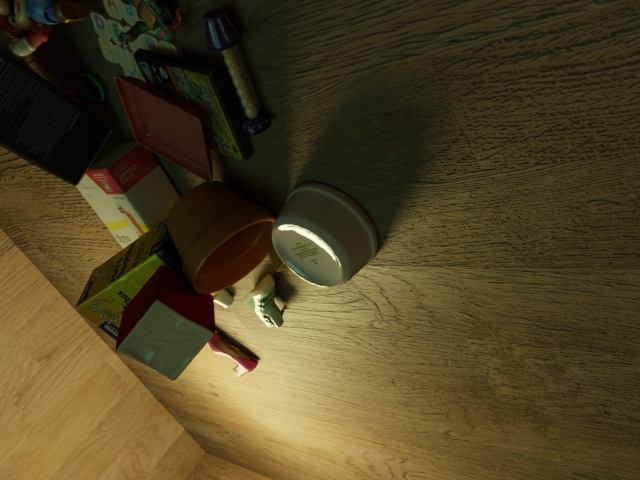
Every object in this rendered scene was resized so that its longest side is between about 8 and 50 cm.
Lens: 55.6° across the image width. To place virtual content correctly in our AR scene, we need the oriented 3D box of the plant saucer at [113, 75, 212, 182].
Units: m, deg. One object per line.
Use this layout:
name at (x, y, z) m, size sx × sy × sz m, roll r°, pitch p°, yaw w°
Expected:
plant saucer at (-0.382, -0.289, 1.544) m, size 0.258 × 0.048 × 0.259 m, roll 28°, pitch 152°, yaw 13°

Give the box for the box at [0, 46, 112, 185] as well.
box at (-0.850, -0.360, 1.690) m, size 0.293 × 0.212 × 0.395 m, roll 23°, pitch 171°, yaw 35°

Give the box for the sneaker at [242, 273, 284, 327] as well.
sneaker at (-0.156, 0.200, 1.940) m, size 0.151 × 0.094 × 0.256 m, roll 46°, pitch 157°, yaw 0°

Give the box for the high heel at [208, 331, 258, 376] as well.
high heel at (-0.361, 0.441, 2.471) m, size 0.117 × 0.082 × 0.244 m, roll -39°, pitch 87°, yaw 28°

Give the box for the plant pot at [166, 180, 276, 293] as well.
plant pot at (-0.282, -0.024, 1.656) m, size 0.203 × 0.291 × 0.291 m, roll 47°, pitch 150°, yaw 18°

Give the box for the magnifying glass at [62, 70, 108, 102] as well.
magnifying glass at (-0.698, -0.439, 1.779) m, size 0.231 × 0.026 × 0.092 m, roll 2°, pitch 132°, yaw 44°

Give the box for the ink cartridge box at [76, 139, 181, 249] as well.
ink cartridge box at (-0.583, -0.114, 1.927) m, size 0.279 × 0.160 × 0.385 m, roll 5°, pitch 134°, yaw 42°

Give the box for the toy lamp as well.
toy lamp at (-0.180, -0.363, 1.315) m, size 0.080 × 0.080 × 0.275 m, roll 15°, pitch 142°, yaw 33°

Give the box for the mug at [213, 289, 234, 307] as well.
mug at (-0.344, 0.204, 2.180) m, size 0.064 × 0.078 × 0.062 m, roll 40°, pitch 116°, yaw -16°

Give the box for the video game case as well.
video game case at (-0.306, -0.329, 1.484) m, size 0.248 × 0.035 × 0.275 m, roll 20°, pitch 150°, yaw 28°

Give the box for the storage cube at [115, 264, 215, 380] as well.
storage cube at (-0.407, 0.219, 1.612) m, size 0.183 × 0.215 × 0.193 m, roll 36°, pitch -168°, yaw -23°

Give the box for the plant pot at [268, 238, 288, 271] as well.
plant pot at (-0.097, 0.023, 1.675) m, size 0.083 × 0.081 × 0.081 m, roll 52°, pitch 129°, yaw 20°

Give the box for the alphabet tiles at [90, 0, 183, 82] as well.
alphabet tiles at (-0.448, -0.467, 1.503) m, size 0.284 × 0.021 × 0.278 m, roll 27°, pitch 145°, yaw 20°

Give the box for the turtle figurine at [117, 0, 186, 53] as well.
turtle figurine at (-0.388, -0.500, 1.318) m, size 0.234 × 0.118 × 0.175 m, roll 53°, pitch 133°, yaw 7°

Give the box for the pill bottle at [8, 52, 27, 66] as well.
pill bottle at (-1.069, -0.395, 1.845) m, size 0.229 × 0.408 × 0.229 m, roll 27°, pitch 146°, yaw 20°

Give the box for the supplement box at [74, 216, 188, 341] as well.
supplement box at (-0.510, 0.118, 1.798) m, size 0.356 × 0.194 × 0.195 m, roll -32°, pitch 119°, yaw 19°

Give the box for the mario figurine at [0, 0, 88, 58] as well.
mario figurine at (-0.712, -0.573, 1.488) m, size 0.320 × 0.198 × 0.170 m, roll 0°, pitch 144°, yaw 39°

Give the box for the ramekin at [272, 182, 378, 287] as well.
ramekin at (0.000, 0.000, 1.519) m, size 0.273 × 0.127 × 0.273 m, roll 26°, pitch 145°, yaw 20°
